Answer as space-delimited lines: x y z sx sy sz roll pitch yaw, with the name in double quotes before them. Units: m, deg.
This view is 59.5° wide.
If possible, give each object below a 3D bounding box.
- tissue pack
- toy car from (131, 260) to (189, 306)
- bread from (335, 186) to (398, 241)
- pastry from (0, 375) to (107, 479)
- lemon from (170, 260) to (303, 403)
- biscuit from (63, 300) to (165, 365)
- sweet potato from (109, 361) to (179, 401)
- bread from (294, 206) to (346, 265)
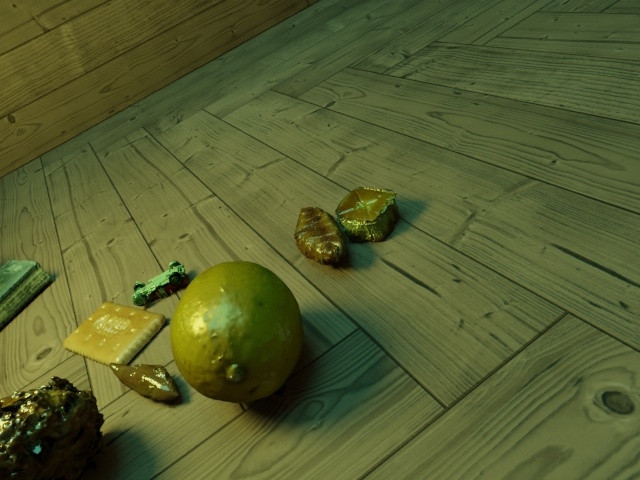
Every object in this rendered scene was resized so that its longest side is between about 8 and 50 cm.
"tissue pack" -0.939 0.172 1.629 0.185 0.081 0.257 0 42 34
"toy car" -0.394 0.110 1.369 0.143 0.054 0.073 -30 31 0
"bread" 0.101 -0.057 1.251 0.140 0.069 0.128 7 46 36
"pastry" -0.491 0.338 0.927 0.193 0.275 0.275 23 52 18
"lemon" -0.142 0.156 0.968 0.236 0.236 0.263 -10 23 23
"biscuit" -0.484 0.212 1.304 0.249 0.030 0.160 6 44 40
"sweet potato" -0.342 0.271 1.094 0.206 0.060 0.068 7 58 29
"bread" 0.000 0.000 1.233 0.105 0.076 0.233 -25 30 -5
